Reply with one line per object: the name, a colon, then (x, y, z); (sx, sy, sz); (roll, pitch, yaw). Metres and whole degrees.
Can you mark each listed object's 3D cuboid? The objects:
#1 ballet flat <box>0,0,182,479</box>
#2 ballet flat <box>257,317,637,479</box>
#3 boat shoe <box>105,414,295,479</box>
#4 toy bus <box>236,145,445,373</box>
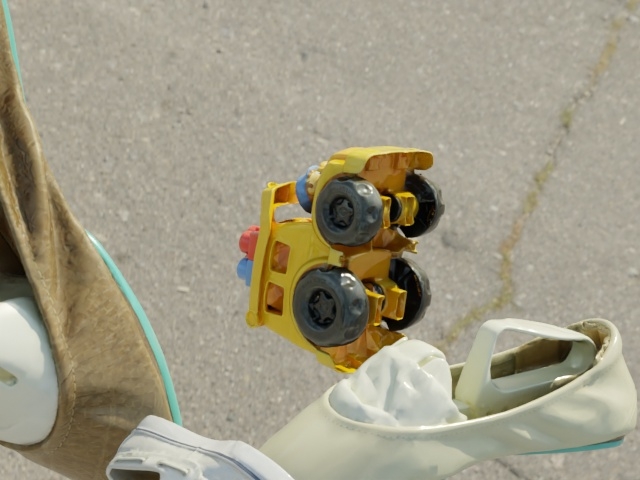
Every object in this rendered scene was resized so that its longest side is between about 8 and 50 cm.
ballet flat: (-0.176, -0.004, 0.485); (0.116, 0.342, 0.124); (-10, 13, 34)
ballet flat: (0.074, 0.085, 0.554); (0.249, 0.086, 0.086); (-7, 53, -28)
boat shoe: (-0.048, 0.096, 0.389); (0.100, 0.035, 0.035); (10, 45, 42)
toy bus: (0.000, 0.000, 1.022); (0.211, 0.220, 0.149); (18, 15, 36)
